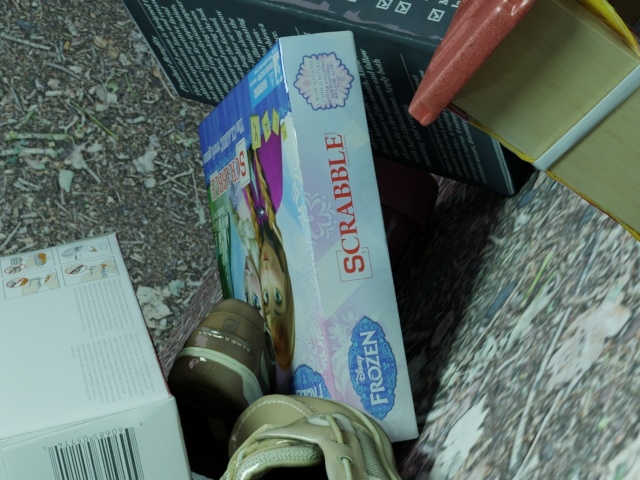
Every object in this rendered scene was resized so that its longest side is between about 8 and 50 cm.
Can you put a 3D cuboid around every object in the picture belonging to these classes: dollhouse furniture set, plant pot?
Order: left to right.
[{"bbox_3d":[0.000,0.000,1.501,0.201,0.201,0.180,157,132,-74],"label":"plant pot"},{"bbox_3d":[0.234,-0.152,0.728,0.374,0.201,0.152,-47,11,43],"label":"dollhouse furniture set"}]

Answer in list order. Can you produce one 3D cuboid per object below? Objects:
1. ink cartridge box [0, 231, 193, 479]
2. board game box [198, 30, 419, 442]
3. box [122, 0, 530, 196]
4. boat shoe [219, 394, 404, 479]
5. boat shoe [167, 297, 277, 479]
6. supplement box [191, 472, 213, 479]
[{"bbox_3d":[-0.176,0.181,1.165,0.130,0.271,0.309,-13,25,-10],"label":"ink cartridge box"},{"bbox_3d":[-0.022,0.019,1.265,0.319,0.066,0.318,151,111,-72],"label":"board game box"},{"bbox_3d":[0.053,-0.258,1.376,0.293,0.395,0.212,-57,-32,-21],"label":"box"},{"bbox_3d":[-0.013,0.160,0.985,0.109,0.098,0.302,-57,23,2],"label":"boat shoe"},{"bbox_3d":[-0.072,0.128,1.248,0.257,0.095,0.095,103,-173,-63],"label":"boat shoe"},{"bbox_3d":[-0.093,0.183,1.624,0.239,0.073,0.130,-40,16,55],"label":"supplement box"}]
